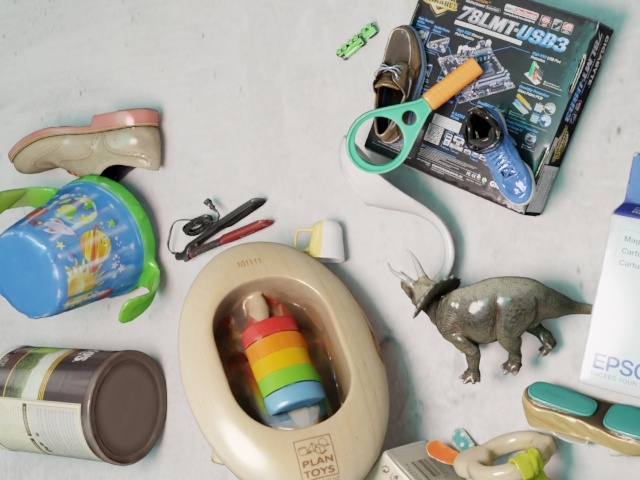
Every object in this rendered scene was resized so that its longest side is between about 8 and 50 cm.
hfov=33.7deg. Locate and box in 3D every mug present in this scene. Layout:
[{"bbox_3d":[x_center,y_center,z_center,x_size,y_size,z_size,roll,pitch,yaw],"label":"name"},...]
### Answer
[{"bbox_3d":[0.004,0.000,1.721,0.062,0.078,0.064,-9,74,55],"label":"mug"}]

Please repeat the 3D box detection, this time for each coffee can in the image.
[{"bbox_3d":[-0.448,0.294,1.914,0.275,0.202,0.201,-1,88,32],"label":"coffee can"}]

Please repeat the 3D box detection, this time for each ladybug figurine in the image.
[{"bbox_3d":[-0.059,0.214,1.627,0.162,0.305,0.449,100,156,-57],"label":"ladybug figurine"}]

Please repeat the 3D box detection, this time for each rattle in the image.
[{"bbox_3d":[0.264,0.352,1.551,0.200,0.130,0.142,-17,117,42],"label":"rattle"}]

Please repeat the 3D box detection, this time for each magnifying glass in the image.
[{"bbox_3d":[0.137,-0.185,1.543,0.231,0.026,0.092,-38,98,4],"label":"magnifying glass"}]

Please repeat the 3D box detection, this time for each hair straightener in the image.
[{"bbox_3d":[-0.187,-0.029,1.861,0.230,0.047,0.089,-25,76,33],"label":"hair straightener"}]

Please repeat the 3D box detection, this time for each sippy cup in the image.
[{"bbox_3d":[-0.450,0.025,1.874,0.306,0.224,0.240,0,110,30],"label":"sippy cup"}]

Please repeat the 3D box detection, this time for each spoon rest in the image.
[{"bbox_3d":[0.122,-0.053,1.631,0.084,0.137,0.276,-36,85,8],"label":"spoon rest"}]

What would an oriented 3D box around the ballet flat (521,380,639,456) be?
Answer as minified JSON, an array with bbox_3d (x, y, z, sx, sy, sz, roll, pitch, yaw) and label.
[{"bbox_3d":[0.394,0.261,1.483,0.232,0.080,0.073,17,125,33],"label":"ballet flat"}]

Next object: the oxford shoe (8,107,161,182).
[{"bbox_3d":[-0.446,-0.153,1.976,0.348,0.123,0.130,-10,89,32],"label":"oxford shoe"}]

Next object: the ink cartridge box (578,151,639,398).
[{"bbox_3d":[0.530,0.066,1.381,0.324,0.071,0.330,12,96,27],"label":"ink cartridge box"}]

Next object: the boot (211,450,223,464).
[{"bbox_3d":[-0.071,0.273,1.749,0.262,0.095,0.203,-4,85,35],"label":"boot"}]

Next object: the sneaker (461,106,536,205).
[{"bbox_3d":[0.247,-0.119,1.482,0.058,0.085,0.152,-25,77,29],"label":"sneaker"}]

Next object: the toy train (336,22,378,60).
[{"bbox_3d":[0.060,-0.324,1.726,0.083,0.017,0.023,-38,81,25],"label":"toy train"}]

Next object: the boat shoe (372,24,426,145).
[{"bbox_3d":[0.115,-0.235,1.581,0.066,0.066,0.183,1,88,34],"label":"boat shoe"}]

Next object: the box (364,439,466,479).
[{"bbox_3d":[0.084,0.464,1.615,0.121,0.148,0.311,44,109,26],"label":"box"}]

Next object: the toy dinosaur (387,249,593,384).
[{"bbox_3d":[0.251,0.108,1.508,0.314,0.121,0.160,-2,124,25],"label":"toy dinosaur"}]

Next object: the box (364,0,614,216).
[{"bbox_3d":[0.242,-0.223,1.578,0.296,0.073,0.293,26,101,30],"label":"box"}]
